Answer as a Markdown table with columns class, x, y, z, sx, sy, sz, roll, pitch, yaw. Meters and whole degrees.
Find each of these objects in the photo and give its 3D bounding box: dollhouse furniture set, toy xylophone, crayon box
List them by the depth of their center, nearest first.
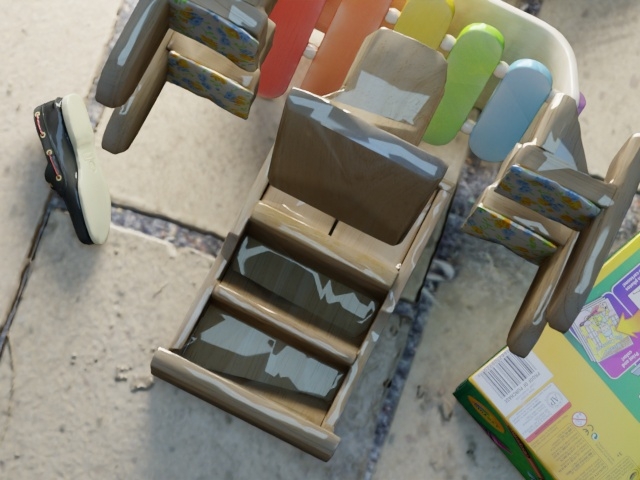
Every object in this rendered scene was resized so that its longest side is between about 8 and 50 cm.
| class | x | y | z | sx | sy | sz | roll | pitch | yaw |
| --- | --- | --- | --- | --- | --- | --- | --- | --- | --- |
| dollhouse furniture set | 0.000 | 0.000 | 1.435 | 0.362 | 0.394 | 0.256 | 26 | 77 | 1 |
| toy xylophone | 0.078 | -0.188 | 1.582 | 0.322 | 0.236 | 0.081 | 20 | 46 | 3 |
| crayon box | 0.273 | 0.100 | 1.598 | 0.278 | 0.081 | 0.165 | -39 | 84 | -12 |

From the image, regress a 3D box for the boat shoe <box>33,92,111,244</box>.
| class | x | y | z | sx | sy | sz | roll | pitch | yaw |
| --- | --- | --- | --- | --- | --- | --- | --- | --- | --- |
| boat shoe | -0.213 | -0.058 | 1.610 | 0.042 | 0.049 | 0.133 | -16 | 86 | 20 |
